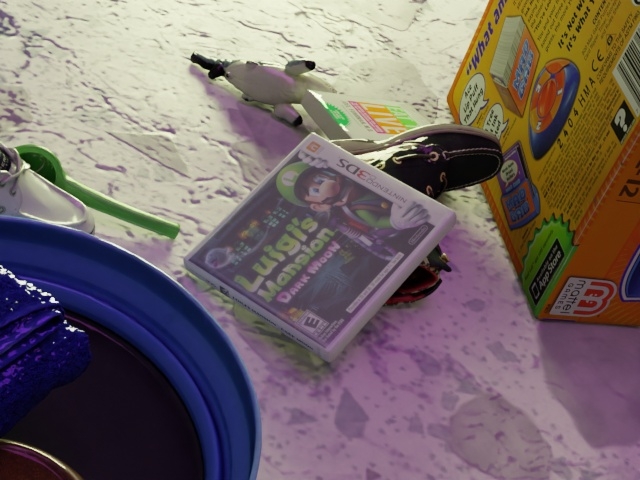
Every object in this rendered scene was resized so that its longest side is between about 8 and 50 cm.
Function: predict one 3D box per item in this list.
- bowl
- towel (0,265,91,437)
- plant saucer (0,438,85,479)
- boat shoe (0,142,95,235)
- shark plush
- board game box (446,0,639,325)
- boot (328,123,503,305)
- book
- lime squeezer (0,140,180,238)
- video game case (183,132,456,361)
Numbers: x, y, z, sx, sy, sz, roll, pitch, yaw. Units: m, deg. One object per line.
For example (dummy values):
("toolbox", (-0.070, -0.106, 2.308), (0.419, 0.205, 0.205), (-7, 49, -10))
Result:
("bowl", (-0.239, 0.139, 0.941), (0.391, 0.077, 0.391), (12, 41, -11))
("towel", (-0.327, 0.087, 0.820), (0.227, 0.076, 0.308), (30, 43, 23))
("plant saucer", (-0.212, 0.188, 0.818), (0.168, 0.029, 0.168), (13, 42, -11))
("boat shoe", (-0.287, -0.047, 1.091), (0.226, 0.076, 0.083), (16, 42, -31))
("shark plush", (-0.065, -0.171, 1.406), (0.161, 0.073, 0.067), (5, 18, 12))
("board game box", (0.392, -0.156, 1.328), (0.356, 0.356, 0.356), (4, 43, -19))
("boot", (0.099, -0.024, 1.267), (0.236, 0.085, 0.178), (-7, 50, -21))
("book", (0.059, -0.120, 1.374), (0.144, 0.035, 0.096), (1, 39, -40))
("lime squeezer", (-0.277, -0.079, 1.200), (0.310, 0.059, 0.110), (36, 10, 17))
("video game case", (0.000, 0.000, 1.173), (0.173, 0.022, 0.190), (31, 62, 25))
